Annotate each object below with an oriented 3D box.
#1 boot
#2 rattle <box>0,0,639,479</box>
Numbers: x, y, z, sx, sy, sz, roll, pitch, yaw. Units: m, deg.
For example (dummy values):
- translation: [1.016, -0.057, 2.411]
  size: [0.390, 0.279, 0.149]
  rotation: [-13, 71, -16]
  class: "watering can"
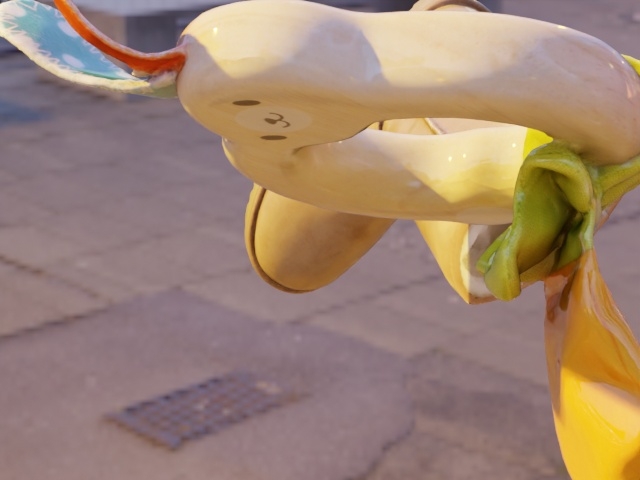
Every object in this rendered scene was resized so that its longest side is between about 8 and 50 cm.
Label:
- translation: [0.054, -0.028, 0.957]
  size: [0.089, 0.236, 0.269]
  rotation: [30, 12, -20]
  class: "boot"
- translation: [0.000, 0.000, 0.472]
  size: [0.199, 0.143, 0.130]
  rotation: [10, -1, -34]
  class: "rattle"
